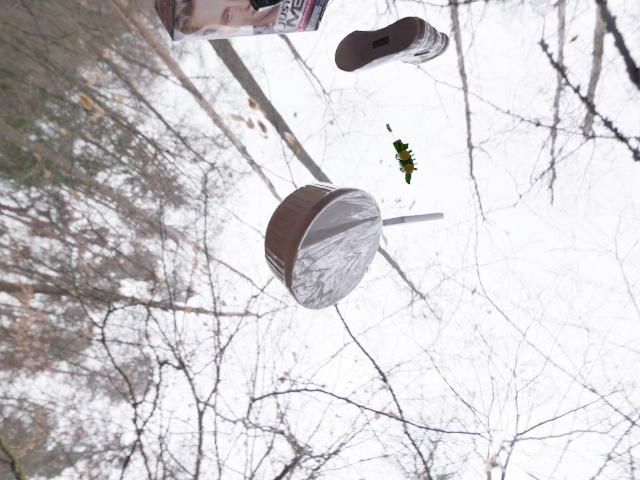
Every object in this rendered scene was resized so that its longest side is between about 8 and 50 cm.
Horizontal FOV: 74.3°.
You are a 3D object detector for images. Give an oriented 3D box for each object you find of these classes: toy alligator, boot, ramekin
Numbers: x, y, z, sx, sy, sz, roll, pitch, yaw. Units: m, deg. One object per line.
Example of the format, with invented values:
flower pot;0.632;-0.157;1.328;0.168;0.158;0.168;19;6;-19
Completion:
toy alligator;0.242;-0.255;1.217;0.051;0.056;0.190;-22;-80;-2
boot;0.154;-0.416;0.936;0.258;0.123;0.095;15;-78;49
ramekin;0.000;0.000;0.906;0.127;0.273;0.273;31;-99;38

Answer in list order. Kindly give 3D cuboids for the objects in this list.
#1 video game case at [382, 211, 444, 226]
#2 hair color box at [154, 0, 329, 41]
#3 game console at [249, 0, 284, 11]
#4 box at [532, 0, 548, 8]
video game case;0.208;-0.052;1.140;0.173;0.190;0.022;-7;-90;48
hair color box;-0.141;-0.512;0.845;0.347;0.174;0.105;-20;-110;-29
game console;-0.066;-0.507;0.572;0.213;0.361;0.044;-39;-115;-1
box;0.477;-0.527;0.796;0.159;0.233;0.044;-18;-85;31
